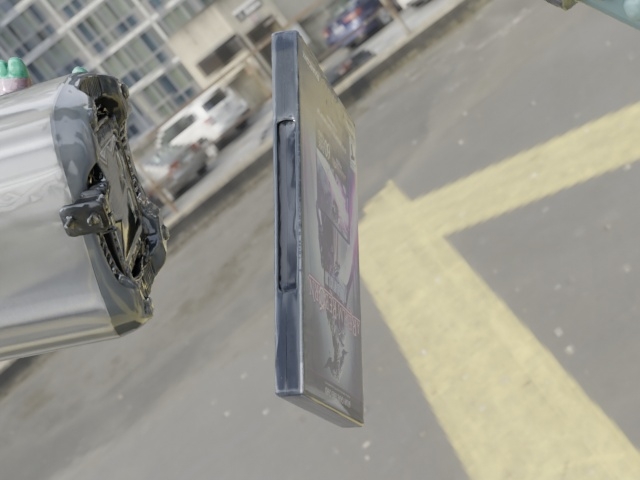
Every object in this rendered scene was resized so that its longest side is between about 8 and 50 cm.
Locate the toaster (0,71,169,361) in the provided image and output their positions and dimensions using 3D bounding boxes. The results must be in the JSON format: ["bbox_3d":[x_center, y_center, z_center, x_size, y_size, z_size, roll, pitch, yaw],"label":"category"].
[{"bbox_3d":[-0.165,-0.007,0.574,0.147,0.129,0.227,-15,16,-1],"label":"toaster"}]

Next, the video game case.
[{"bbox_3d":[0.000,0.000,0.883,0.026,0.274,0.196,-6,-17,13],"label":"video game case"}]

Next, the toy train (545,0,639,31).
[{"bbox_3d":[0.283,-0.236,0.867,0.190,0.334,0.142,-48,-22,-21],"label":"toy train"}]

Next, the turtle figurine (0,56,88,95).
[{"bbox_3d":[-0.272,-0.064,0.999,0.118,0.175,0.234,123,162,-45],"label":"turtle figurine"}]
